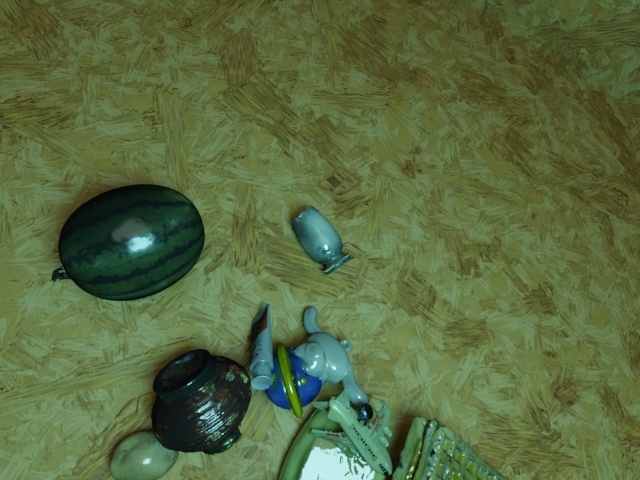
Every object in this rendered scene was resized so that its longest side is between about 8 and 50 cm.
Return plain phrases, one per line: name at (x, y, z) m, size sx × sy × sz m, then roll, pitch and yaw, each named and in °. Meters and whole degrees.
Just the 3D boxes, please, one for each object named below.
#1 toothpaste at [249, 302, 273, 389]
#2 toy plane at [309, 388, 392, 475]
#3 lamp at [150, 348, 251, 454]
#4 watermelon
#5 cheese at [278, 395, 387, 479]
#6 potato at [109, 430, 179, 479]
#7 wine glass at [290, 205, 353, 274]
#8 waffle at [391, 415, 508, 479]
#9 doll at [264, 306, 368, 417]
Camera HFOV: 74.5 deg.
toothpaste at (-0.151, 0.268, 1.079) m, size 0.057 × 0.089 × 0.234 m, roll 30°, pitch 25°, yaw -25°
toy plane at (0.093, 0.449, 0.985) m, size 0.244 × 0.229 × 0.092 m, roll 49°, pitch 31°, yaw -12°
lamp at (-0.274, 0.384, 0.990) m, size 0.247 × 0.247 × 0.247 m, roll 5°, pitch 68°, yaw -14°
watermelon at (-0.470, 0.007, 1.045) m, size 0.359 × 0.279 × 0.279 m, roll -23°, pitch 77°, yaw -18°
cheese at (0.053, 0.552, 1.065) m, size 0.259 × 0.128 × 0.316 m, roll 25°, pitch 62°, yaw -2°
potato at (-0.406, 0.503, 0.969) m, size 0.147 × 0.112 × 0.112 m, roll -6°, pitch 71°, yaw -10°
wine glass at (0.000, 0.000, 1.271) m, size 0.111 × 0.111 × 0.204 m, roll -34°, pitch 85°, yaw -24°
waffle at (0.321, 0.631, 1.038) m, size 0.376 × 0.114 × 0.261 m, roll 44°, pitch 56°, yaw -27°
doll at (-0.041, 0.303, 1.108) m, size 0.242 × 0.160 × 0.311 m, roll -21°, pitch 49°, yaw 4°
